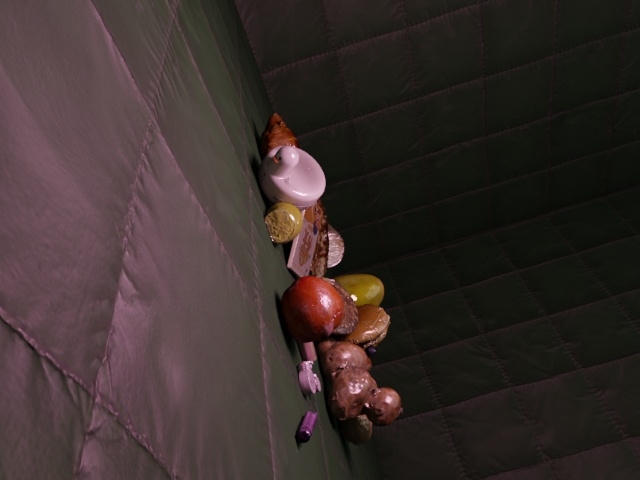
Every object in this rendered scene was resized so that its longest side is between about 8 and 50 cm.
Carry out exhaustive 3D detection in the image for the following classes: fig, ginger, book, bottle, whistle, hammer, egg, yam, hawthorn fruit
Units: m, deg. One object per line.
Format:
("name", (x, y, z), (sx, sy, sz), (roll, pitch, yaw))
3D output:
("fig", (0.142, 0.274, 2.332), (0.258, 0.326, 0.258), (56, -15, 23))
("ginger", (0.106, 0.481, 1.760), (0.375, 0.256, 0.176), (55, -45, 44))
("book", (-0.053, -0.011, 1.860), (0.208, 0.020, 0.295), (52, 48, -66))
("bottle", (-0.042, 0.304, 1.467), (0.045, 0.045, 0.096), (-22, 97, -87))
("whistle", (-0.030, 0.419, 1.145), (0.176, 0.033, 0.033), (47, 26, -83))
("ginger", (-0.147, -0.323, 2.037), (0.274, 0.152, 0.357), (-102, 176, -59))
("hammer", (0.132, 0.487, 1.949), (0.290, 0.137, 0.037), (120, -32, -40))
("egg", (0.127, 0.668, 1.835), (0.140, 0.116, 0.118), (62, 25, 11))
("yam", (0.000, 0.000, 2.332), (0.304, 0.168, 0.168), (-132, -158, -64))
("hawthorn fruit", (-0.027, 0.182, 1.346), (0.173, 0.173, 0.172), (-17, 90, -87))

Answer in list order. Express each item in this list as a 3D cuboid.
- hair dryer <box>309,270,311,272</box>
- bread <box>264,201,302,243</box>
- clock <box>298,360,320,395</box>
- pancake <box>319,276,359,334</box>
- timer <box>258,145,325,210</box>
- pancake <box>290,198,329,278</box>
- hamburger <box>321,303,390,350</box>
("hair dryer", (-0.064, 0.105, 2.294), (0.154, 0.054, 0.106), (113, -44, -79))
("bread", (-0.117, -0.055, 1.612), (0.114, 0.111, 0.129), (-64, 133, -74))
("clock", (-0.028, 0.372, 1.359), (0.129, 0.041, 0.087), (55, 21, -65))
("pancake", (0.030, 0.233, 1.874), (0.286, 0.033, 0.288), (31, 29, -19))
("timer", (-0.089, -0.222, 1.695), (0.240, 0.234, 0.233), (-46, -131, 44))
("pancake", (-0.037, -0.009, 2.027), (0.426, 0.067, 0.304), (66, 36, -54))
("hamburger", (0.115, 0.369, 1.987), (0.132, 0.309, 0.211), (62, 35, -15))
